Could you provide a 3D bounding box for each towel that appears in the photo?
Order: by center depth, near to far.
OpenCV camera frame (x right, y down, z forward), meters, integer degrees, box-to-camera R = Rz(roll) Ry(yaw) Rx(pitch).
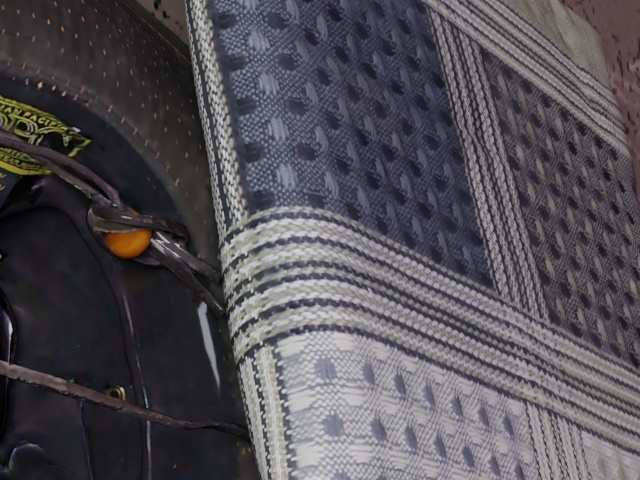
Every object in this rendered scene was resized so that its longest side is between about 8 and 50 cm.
[{"bbox_3d":[0.054,-0.008,0.674,0.324,0.056,0.312,26,45,-49],"label":"towel"}]

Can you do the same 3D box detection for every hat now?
[{"bbox_3d":[-0.121,0.059,0.523,0.331,0.134,0.331,31,47,-41],"label":"hat"}]
